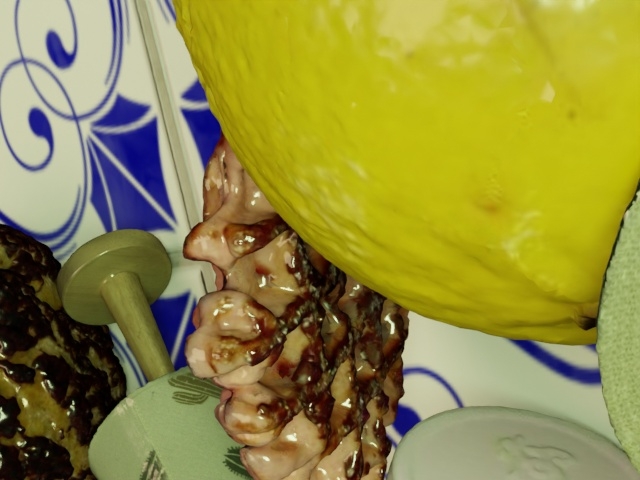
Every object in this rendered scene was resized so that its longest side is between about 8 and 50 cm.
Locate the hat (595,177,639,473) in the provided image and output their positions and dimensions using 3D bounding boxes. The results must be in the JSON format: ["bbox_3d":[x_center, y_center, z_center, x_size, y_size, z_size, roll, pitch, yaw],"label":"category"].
[{"bbox_3d":[0.223,0.032,0.510,0.130,0.257,0.257,-120,35,-51],"label":"hat"}]

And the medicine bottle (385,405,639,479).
[{"bbox_3d":[0.074,0.217,0.858,0.152,0.152,0.254,34,126,39],"label":"medicine bottle"}]

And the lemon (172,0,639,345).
[{"bbox_3d":[0.081,-0.114,0.629,0.297,0.297,0.297,21,118,45],"label":"lemon"}]

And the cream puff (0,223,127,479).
[{"bbox_3d":[-0.221,0.091,1.125,0.165,0.239,0.239,-34,73,15],"label":"cream puff"}]

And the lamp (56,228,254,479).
[{"bbox_3d":[-0.084,0.095,1.039,0.214,0.121,0.121,60,141,36],"label":"lamp"}]

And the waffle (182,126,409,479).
[{"bbox_3d":[0.000,0.000,0.808,0.055,0.221,0.234,2,69,21],"label":"waffle"}]
